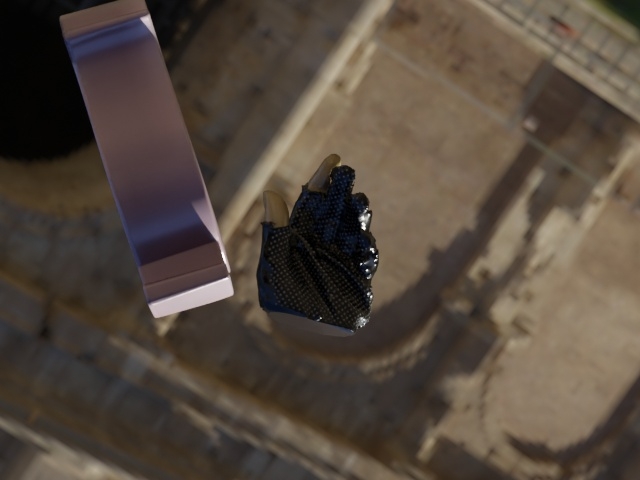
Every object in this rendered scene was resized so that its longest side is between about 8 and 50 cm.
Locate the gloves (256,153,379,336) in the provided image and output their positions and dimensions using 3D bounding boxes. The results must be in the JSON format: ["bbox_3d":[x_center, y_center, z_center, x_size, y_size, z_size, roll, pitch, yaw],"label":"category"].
[{"bbox_3d":[0.002,0.001,1.895,0.129,0.181,0.106,9,167,12],"label":"gloves"}]

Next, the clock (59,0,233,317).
[{"bbox_3d":[-0.152,-0.072,1.626,0.290,0.080,0.275,153,100,-86],"label":"clock"}]
